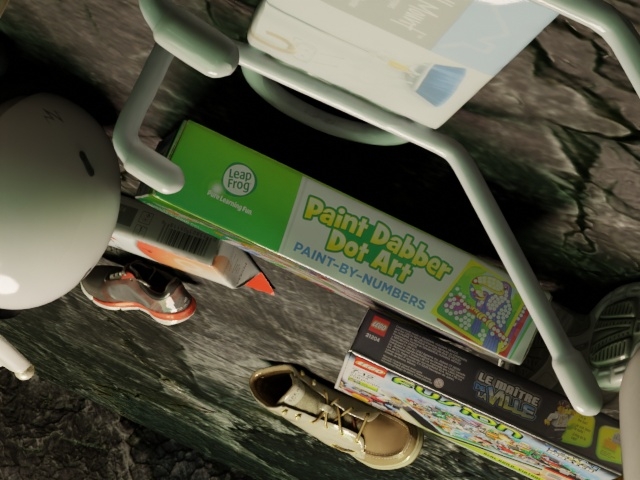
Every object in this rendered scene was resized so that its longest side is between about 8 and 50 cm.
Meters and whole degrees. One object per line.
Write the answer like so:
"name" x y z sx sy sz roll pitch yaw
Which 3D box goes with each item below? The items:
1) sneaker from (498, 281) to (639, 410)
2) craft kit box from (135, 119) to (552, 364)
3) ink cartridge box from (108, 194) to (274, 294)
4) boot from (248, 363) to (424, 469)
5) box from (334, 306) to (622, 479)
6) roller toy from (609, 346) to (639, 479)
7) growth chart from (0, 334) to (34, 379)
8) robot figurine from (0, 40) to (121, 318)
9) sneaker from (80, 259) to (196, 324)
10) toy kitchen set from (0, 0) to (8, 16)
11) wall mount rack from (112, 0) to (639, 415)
"sneaker" 0.215 0.097 0.905 0.115 0.090 0.232 24 166 -18
"craft kit box" 0.000 0.000 0.846 0.250 0.061 0.246 25 174 -10
"ink cartridge box" -0.136 0.018 1.197 0.145 0.045 0.179 17 161 19
"boot" 0.018 0.229 1.627 0.213 0.077 0.165 9 158 48
"box" 0.114 0.120 0.882 0.207 0.036 0.114 24 160 5
"roller toy" 0.273 0.135 0.725 0.209 0.146 0.191 10 138 -1
"growth chart" -0.350 0.075 0.989 0.237 0.021 0.172 0 155 20
"robot figurine" -0.286 -0.054 0.937 0.278 0.173 0.209 18 167 17
"sneaker" -0.208 0.042 1.387 0.158 0.061 0.064 12 135 29
"toy kitchen set" -0.254 -0.150 0.755 0.083 0.068 0.075 15 163 27
"wall mount rack" 0.059 -0.040 0.581 0.304 0.130 0.350 24 165 -7
